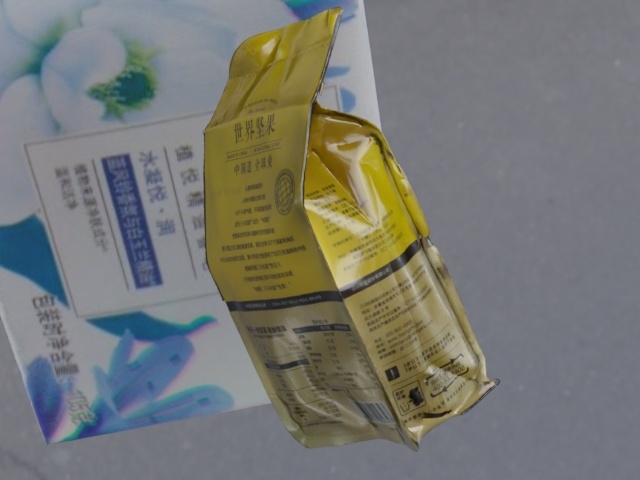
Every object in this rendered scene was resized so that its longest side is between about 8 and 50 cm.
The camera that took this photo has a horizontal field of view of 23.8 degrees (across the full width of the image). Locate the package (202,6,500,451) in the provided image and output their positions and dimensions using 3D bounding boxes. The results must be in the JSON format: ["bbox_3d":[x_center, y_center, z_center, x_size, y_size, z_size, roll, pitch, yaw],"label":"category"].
[{"bbox_3d":[0.000,0.000,0.472,0.047,0.131,0.071,-29,14,-29],"label":"package"}]

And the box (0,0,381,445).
[{"bbox_3d":[-0.073,-0.045,0.765,0.203,0.274,0.116,-11,36,-2],"label":"box"}]
